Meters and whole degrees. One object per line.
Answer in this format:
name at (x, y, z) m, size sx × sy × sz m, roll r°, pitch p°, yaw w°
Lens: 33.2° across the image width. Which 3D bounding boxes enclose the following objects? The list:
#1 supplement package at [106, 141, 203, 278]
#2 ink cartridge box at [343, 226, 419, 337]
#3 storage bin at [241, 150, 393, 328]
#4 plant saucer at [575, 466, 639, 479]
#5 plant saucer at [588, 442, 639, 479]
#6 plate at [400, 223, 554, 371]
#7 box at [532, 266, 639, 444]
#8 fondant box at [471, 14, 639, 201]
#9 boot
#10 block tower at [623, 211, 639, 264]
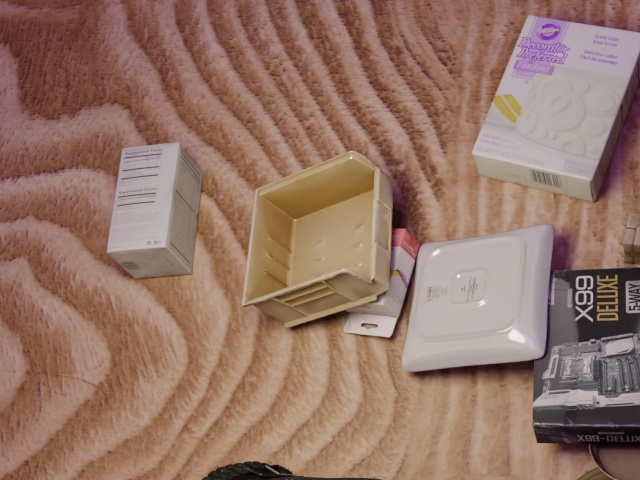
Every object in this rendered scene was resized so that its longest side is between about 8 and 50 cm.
supplement package at (-0.339, -0.062, 2.222) m, size 0.134 × 0.139 × 0.244 m, roll -5°, pitch 62°, yaw 16°
ink cartridge box at (0.101, 0.077, 2.028) m, size 0.115 × 0.067 × 0.198 m, roll 2°, pitch 65°, yaw 35°
storage bin at (0.000, 0.000, 2.021) m, size 0.260 × 0.123 × 0.262 m, roll -20°, pitch 50°, yaw 34°
plant saucer at (0.499, 0.486, 1.714) m, size 0.278 × 0.041 × 0.278 m, roll -8°, pitch 63°, yaw 16°
plant saucer at (0.525, 0.340, 1.753) m, size 0.168 × 0.029 × 0.168 m, roll -11°, pitch 37°, yaw 9°
plate at (0.274, 0.094, 1.926) m, size 0.278 × 0.045 × 0.277 m, roll -10°, pitch 52°, yaw 32°
box at (0.486, 0.191, 1.814) m, size 0.242 × 0.076 × 0.307 m, roll -2°, pitch 54°, yaw 18°
fondant box at (0.461, -0.259, 2.064) m, size 0.238 × 0.096 × 0.330 m, roll 15°, pitch 70°, yaw 25°
boot at (-0.017, 0.458, 1.845) m, size 0.260 × 0.348 × 0.131 m, roll -18°, pitch 58°, yaw 61°
block tower at (0.701, 0.007, 1.848) m, size 0.335 × 0.097 × 0.091 m, roll 9°, pitch 69°, yaw 22°
